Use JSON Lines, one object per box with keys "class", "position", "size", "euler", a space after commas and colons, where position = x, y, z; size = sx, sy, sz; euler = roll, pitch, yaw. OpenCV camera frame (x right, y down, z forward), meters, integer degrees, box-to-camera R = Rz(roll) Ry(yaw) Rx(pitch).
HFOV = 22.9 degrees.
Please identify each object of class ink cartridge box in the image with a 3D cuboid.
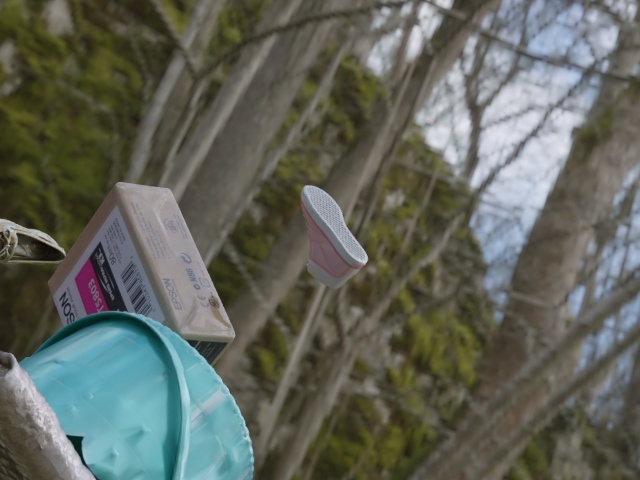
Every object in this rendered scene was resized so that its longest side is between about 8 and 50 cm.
{"class": "ink cartridge box", "position": [-0.218, 0.081, 1.884], "size": [0.088, 0.234, 0.193], "euler": [7, -46, -41]}

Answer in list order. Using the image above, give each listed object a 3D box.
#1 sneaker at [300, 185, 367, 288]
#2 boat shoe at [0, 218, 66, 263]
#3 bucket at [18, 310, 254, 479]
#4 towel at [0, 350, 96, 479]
{"class": "sneaker", "position": [0.000, 0.000, 1.889], "size": [0.051, 0.134, 0.070], "euler": [5, -47, -44]}
{"class": "boat shoe", "position": [-0.414, 0.008, 2.165], "size": [0.048, 0.056, 0.153], "euler": [25, 5, 33]}
{"class": "bucket", "position": [-0.214, 0.215, 1.570], "size": [0.281, 0.183, 0.281], "euler": [24, -48, 30]}
{"class": "towel", "position": [-0.236, 0.162, 1.226], "size": [0.187, 0.049, 0.282], "euler": [59, -23, -17]}
